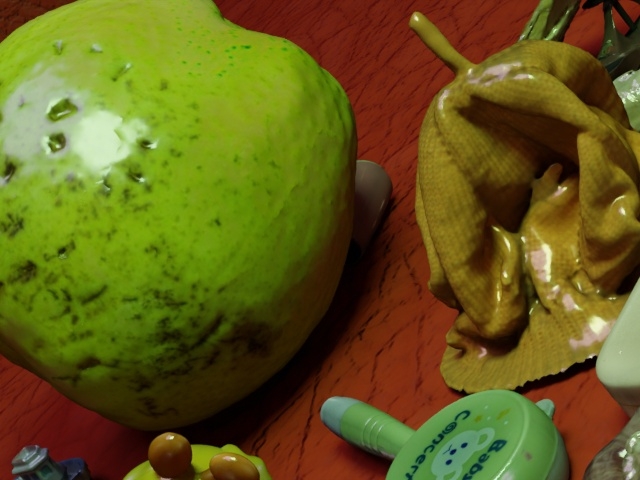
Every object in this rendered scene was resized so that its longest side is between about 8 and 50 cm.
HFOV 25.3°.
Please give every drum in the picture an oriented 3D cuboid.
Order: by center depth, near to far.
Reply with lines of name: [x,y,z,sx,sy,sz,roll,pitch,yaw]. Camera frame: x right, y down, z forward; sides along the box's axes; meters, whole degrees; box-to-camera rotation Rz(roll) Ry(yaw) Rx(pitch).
drum: [0.054,0.153,0.925,0.253,0.049,0.130,-9,36,54]

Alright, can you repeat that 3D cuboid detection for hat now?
hat: [0.121,-0.060,0.987,0.244,0.233,0.233,-31,21,19]

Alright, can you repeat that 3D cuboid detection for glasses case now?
glasses case: [0.236,0.028,0.869,0.083,0.050,0.196,-12,34,48]

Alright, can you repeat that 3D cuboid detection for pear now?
pear: [-0.145,-0.039,1.221,0.391,0.391,0.391,-34,21,15]

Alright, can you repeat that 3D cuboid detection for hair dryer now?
hair dryer: [0.000,-0.003,1.361,0.154,0.054,0.106,-34,24,43]

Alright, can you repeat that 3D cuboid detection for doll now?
doll: [-0.102,0.206,0.976,0.221,0.143,0.135,-34,18,36]

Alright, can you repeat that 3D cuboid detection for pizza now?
pizza: [0.196,-0.182,1.248,0.262,0.034,0.181,-63,-6,26]

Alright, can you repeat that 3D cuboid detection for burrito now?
burrito: [0.238,-0.098,1.122,0.149,0.055,0.041,-34,-20,0]

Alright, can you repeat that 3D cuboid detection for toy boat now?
toy boat: [-0.255,0.218,1.299,0.140,0.066,0.059,-17,27,44]

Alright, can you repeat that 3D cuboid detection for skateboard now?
skateboard: [0.244,-0.162,1.201,0.067,0.080,0.151,-20,27,52]

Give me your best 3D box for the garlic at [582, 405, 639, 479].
garlic: [0.188,0.125,0.681,0.147,0.102,0.159,-34,21,9]
